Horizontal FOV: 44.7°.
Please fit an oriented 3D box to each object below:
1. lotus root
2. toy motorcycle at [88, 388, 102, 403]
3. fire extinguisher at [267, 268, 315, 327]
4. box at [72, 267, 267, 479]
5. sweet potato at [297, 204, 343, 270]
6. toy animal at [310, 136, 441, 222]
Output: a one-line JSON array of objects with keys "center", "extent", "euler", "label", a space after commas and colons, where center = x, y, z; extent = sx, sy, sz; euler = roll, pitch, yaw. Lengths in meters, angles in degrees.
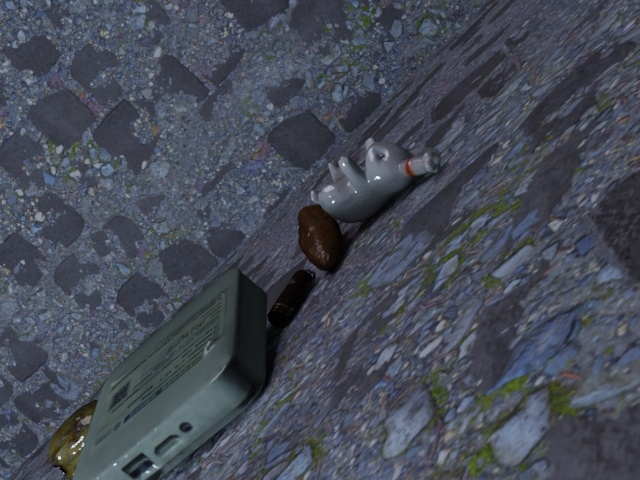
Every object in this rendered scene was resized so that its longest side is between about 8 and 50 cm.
[{"center": [-0.505, 0.442, 1.781], "extent": [0.278, 0.154, 0.154], "euler": [-42, 10, 20], "label": "lotus root"}, {"center": [-0.459, 0.381, 1.932], "extent": [0.270, 0.106, 0.159], "euler": [-29, -18, -6], "label": "toy motorcycle"}, {"center": [-0.051, 0.103, 1.519], "extent": [0.064, 0.043, 0.158], "euler": [-16, 27, 38], "label": "fire extinguisher"}, {"center": [-0.264, 0.265, 1.422], "extent": [0.396, 0.111, 0.396], "euler": [-41, 20, 14], "label": "box"}, {"center": [0.000, 0.000, 1.587], "extent": [0.097, 0.097, 0.251], "euler": [-44, 21, 14], "label": "sweet potato"}, {"center": [0.113, -0.140, 1.522], "extent": [0.282, 0.138, 0.140], "euler": [-37, 9, 40], "label": "toy animal"}]
